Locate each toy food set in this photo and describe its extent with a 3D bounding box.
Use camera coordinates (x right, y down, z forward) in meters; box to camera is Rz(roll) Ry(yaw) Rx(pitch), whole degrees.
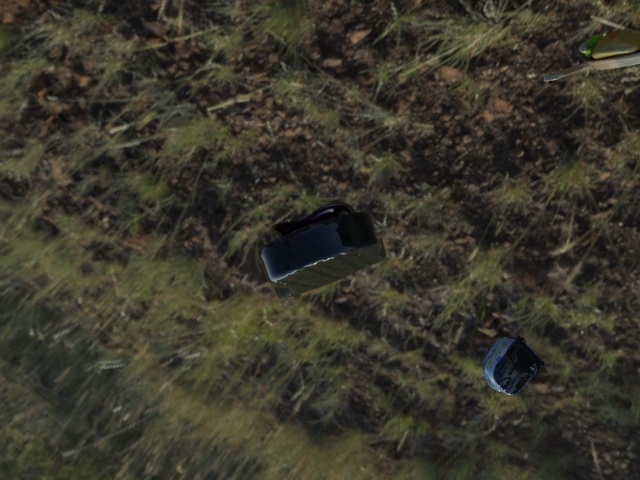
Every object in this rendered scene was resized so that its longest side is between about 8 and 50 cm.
[{"bbox_3d":[0.355,-0.218,0.753,0.192,0.132,0.038,0,108,44],"label":"toy food set"}]

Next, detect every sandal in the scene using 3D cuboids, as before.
[{"bbox_3d":[0.002,-0.001,0.896,0.446,0.167,0.107,96,154,-82],"label":"sandal"}]

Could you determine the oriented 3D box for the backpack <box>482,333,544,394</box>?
[{"bbox_3d":[0.413,0.277,1.517,0.105,0.114,0.084,47,164,-15],"label":"backpack"}]
